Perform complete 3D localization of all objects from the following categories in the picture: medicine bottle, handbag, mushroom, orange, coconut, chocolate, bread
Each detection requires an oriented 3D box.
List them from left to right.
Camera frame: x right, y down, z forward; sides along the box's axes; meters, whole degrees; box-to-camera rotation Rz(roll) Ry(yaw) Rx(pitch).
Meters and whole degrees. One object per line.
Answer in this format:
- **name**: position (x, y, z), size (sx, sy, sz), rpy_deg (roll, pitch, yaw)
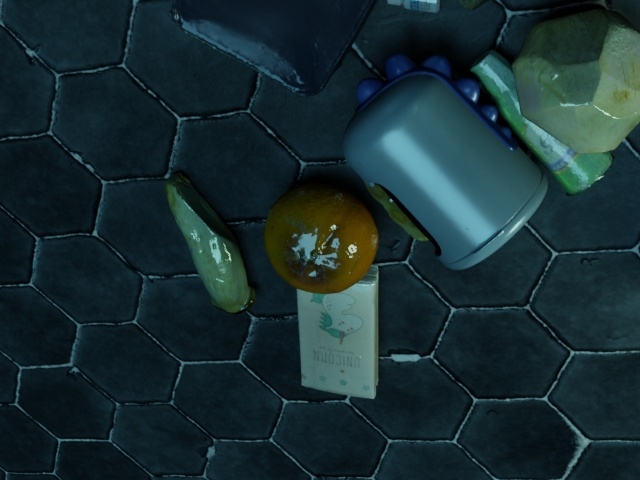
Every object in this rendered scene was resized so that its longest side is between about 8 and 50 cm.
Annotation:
- **mushroom**: position (-0.222, 0.012, 2.301), size (0.107, 0.087, 0.333), rpy_deg (-5, 122, 23)
- **handbag**: position (-0.056, -0.438, 1.875), size (0.303, 0.122, 0.329), rpy_deg (29, 130, -3)
- **orange**: position (0.000, 0.000, 2.152), size (0.224, 0.170, 0.224), rpy_deg (5, 117, 10)
- **bread**: position (0.163, -0.094, 2.094), size (0.128, 0.088, 0.232), rpy_deg (-37, 104, 28)
- **medicine bottle**: position (0.158, -0.409, 1.870), size (0.089, 0.052, 0.052), rpy_deg (11, 129, 11)
- **chocolate**: position (0.372, -0.209, 1.925), size (0.291, 0.110, 0.110), rpy_deg (44, 127, -12)
- **coconut**: position (0.413, -0.247, 1.788), size (0.197, 0.237, 0.237), rpy_deg (-9, 126, 51)

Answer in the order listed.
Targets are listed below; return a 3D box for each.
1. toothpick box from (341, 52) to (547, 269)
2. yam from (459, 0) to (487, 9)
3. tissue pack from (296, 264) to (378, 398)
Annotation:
- **toothpick box**: position (0.201, -0.155, 1.931), size (0.355, 0.263, 0.263), rpy_deg (45, 127, -9)
- **yam**: position (0.333, -0.453, 1.774), size (0.061, 0.061, 0.274), rpy_deg (44, 128, -16)
- **tissue pack**: position (0.038, 0.184, 2.351), size (0.170, 0.071, 0.325), rpy_deg (6, 128, 12)
